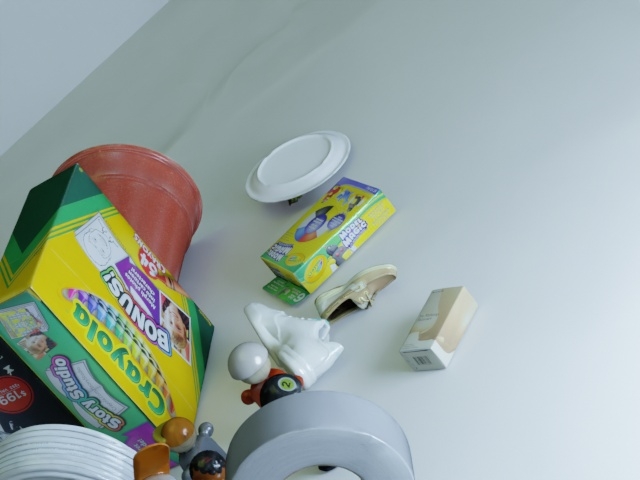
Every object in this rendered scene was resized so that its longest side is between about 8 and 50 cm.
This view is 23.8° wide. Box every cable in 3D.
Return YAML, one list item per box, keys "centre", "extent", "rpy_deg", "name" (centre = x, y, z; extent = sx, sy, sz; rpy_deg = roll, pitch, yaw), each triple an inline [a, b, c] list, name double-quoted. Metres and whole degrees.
- centre: [-0.336, 0.354, 1.999]
  extent: [0.257, 0.257, 0.089]
  rpy_deg: [-27, 34, 25]
  name: "cable"

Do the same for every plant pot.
- centre: [-0.341, 0.025, 2.553]
  extent: [0.272, 0.272, 0.265]
  rpy_deg: [-26, 37, 22]
  name: "plant pot"

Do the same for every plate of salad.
- centre: [-0.036, -0.122, 2.617]
  extent: [0.200, 0.048, 0.200]
  rpy_deg: [-19, 33, 13]
  name: "plate of salad"

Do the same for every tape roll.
- centre: [0.000, 0.280, 1.743]
  extent: [0.219, 0.219, 0.072]
  rpy_deg: [-31, 28, 13]
  name: "tape roll"

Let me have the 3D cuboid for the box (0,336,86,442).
- centre: [-0.513, 0.265, 2.297]
  extent: [0.343, 0.312, 0.179]
  rpy_deg: [-30, 28, 17]
  name: "box"

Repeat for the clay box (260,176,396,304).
- centre: [0.000, 0.000, 2.372]
  extent: [0.222, 0.053, 0.127]
  rpy_deg: [-44, 27, -13]
  name: "clay box"

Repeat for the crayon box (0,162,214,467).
- centre: [-0.313, 0.118, 2.224]
  extent: [0.106, 0.363, 0.313]
  rpy_deg: [-27, 29, 20]
  name: "crayon box"

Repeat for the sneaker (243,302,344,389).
- centre: [-0.034, 0.137, 2.186]
  extent: [0.094, 0.080, 0.212]
  rpy_deg: [-37, 36, -9]
  name: "sneaker"

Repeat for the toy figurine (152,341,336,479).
- centre: [-0.096, 0.254, 1.983]
  extent: [0.209, 0.148, 0.213]
  rpy_deg: [-41, 27, -5]
  name: "toy figurine"

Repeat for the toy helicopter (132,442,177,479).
- centre: [-0.215, 0.394, 1.871]
  extent: [0.355, 0.140, 0.235]
  rpy_deg: [-35, 63, 46]
  name: "toy helicopter"

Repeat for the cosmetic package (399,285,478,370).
- centre: [0.157, 0.116, 2.007]
  extent: [0.060, 0.041, 0.115]
  rpy_deg: [-11, 37, 43]
  name: "cosmetic package"

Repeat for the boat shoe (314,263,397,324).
- centre: [0.056, 0.080, 2.191]
  extent: [0.135, 0.050, 0.045]
  rpy_deg: [-31, 53, 21]
  name: "boat shoe"
